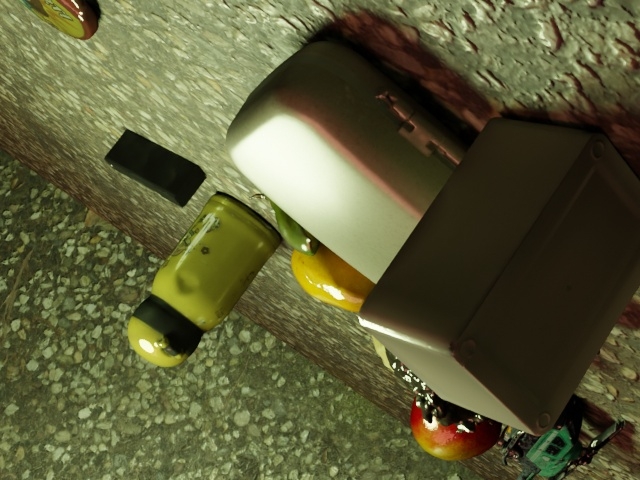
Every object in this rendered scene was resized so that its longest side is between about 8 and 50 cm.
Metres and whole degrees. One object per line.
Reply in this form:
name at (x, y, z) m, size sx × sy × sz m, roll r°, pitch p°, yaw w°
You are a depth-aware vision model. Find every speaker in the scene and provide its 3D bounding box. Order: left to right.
speaker at (-0.328, -0.142, 2.206) m, size 0.218 × 0.082 × 0.044 m, roll 27°, pitch 165°, yaw 34°

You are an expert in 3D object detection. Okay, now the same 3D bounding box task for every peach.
peach at (0.267, 0.335, 2.162) m, size 0.197 × 0.197 × 0.197 m, roll 34°, pitch 168°, yaw 8°

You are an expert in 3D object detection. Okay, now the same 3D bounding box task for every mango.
mango at (0.036, 0.052, 1.697) m, size 0.144 × 0.112 × 0.219 m, roll 15°, pitch -167°, yaw -24°

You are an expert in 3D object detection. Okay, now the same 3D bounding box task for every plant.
plant at (0.209, 0.174, 1.653) m, size 0.234 × 0.204 × 0.178 m, roll 37°, pitch 159°, yaw 48°

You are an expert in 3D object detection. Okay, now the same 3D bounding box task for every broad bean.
broad bean at (-0.049, -0.049, 1.721) m, size 0.067 × 0.075 × 0.325 m, roll 3°, pitch -162°, yaw -14°

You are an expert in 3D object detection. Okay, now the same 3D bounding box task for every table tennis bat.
table tennis bat at (-0.419, -0.389, 1.596) m, size 0.268 × 0.051 × 0.414 m, roll 40°, pitch 170°, yaw -18°

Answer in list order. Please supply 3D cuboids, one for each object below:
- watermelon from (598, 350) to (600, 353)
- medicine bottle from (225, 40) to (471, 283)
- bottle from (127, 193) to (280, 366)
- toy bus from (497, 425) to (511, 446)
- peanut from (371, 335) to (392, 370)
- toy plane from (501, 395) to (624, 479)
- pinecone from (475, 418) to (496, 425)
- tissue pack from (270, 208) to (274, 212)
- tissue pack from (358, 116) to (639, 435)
watermelon at (0.263, 0.114, 1.395) m, size 0.187 × 0.141 × 0.141 m, roll 24°, pitch 164°, yaw 32°
medicine bottle at (0.077, -0.051, 1.258) m, size 0.375 × 0.123 × 0.282 m, roll 38°, pitch 158°, yaw -13°
bottle at (-0.246, 0.089, 2.217) m, size 0.171 × 0.351 × 0.171 m, roll 35°, pitch 168°, yaw 9°
toy bus at (0.394, 0.362, 2.123) m, size 0.083 × 0.088 × 0.194 m, roll 27°, pitch 169°, yaw 9°
peanut at (0.148, 0.154, 1.935) m, size 0.136 × 0.120 × 0.298 m, roll 28°, pitch 164°, yaw 14°
toy plane at (0.388, 0.371, 1.942) m, size 0.155 × 0.106 × 0.382 m, roll 21°, pitch 138°, yaw 2°
pinecone at (0.277, 0.246, 1.861) m, size 0.140 × 0.121 × 0.140 m, roll 28°, pitch -152°, yaw -17°
tissue pack at (0.000, 0.000, 1.972) m, size 0.193 × 0.026 × 0.122 m, roll 38°, pitch 169°, yaw -9°
tissue pack at (0.183, 0.029, 1.031) m, size 0.159 × 0.246 × 0.136 m, roll 44°, pitch 164°, yaw -32°
